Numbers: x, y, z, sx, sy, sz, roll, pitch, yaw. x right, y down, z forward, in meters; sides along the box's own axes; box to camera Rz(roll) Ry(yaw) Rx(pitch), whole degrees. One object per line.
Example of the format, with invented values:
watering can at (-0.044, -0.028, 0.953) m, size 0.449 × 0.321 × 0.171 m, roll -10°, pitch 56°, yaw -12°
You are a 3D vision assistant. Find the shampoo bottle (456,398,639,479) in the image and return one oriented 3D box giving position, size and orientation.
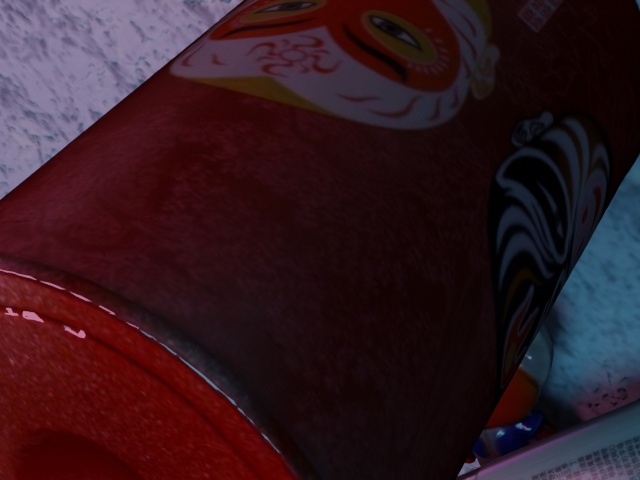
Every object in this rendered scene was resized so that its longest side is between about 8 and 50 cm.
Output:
shampoo bottle at (0.169, 0.138, 0.678) m, size 0.227 × 0.056 × 0.086 m, roll -30°, pitch 81°, yaw 29°

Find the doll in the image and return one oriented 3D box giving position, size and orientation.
doll at (0.095, 0.085, 0.729) m, size 0.104 × 0.062 × 0.195 m, roll 14°, pitch 140°, yaw 47°

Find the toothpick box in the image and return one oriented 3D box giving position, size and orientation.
toothpick box at (0.000, 0.000, 0.527) m, size 0.204 × 0.333 × 0.204 m, roll 18°, pitch 131°, yaw 22°
